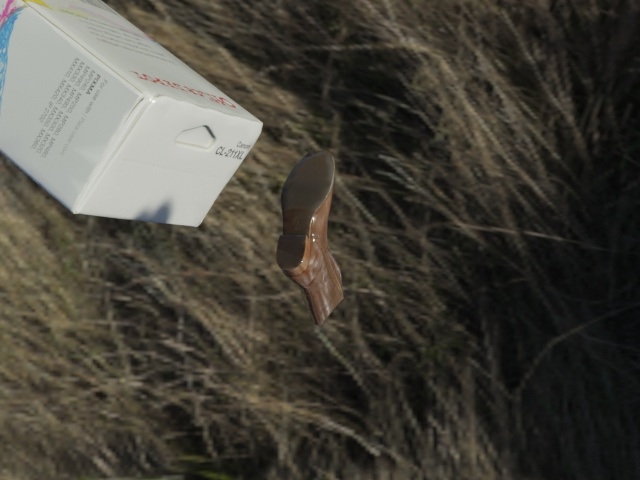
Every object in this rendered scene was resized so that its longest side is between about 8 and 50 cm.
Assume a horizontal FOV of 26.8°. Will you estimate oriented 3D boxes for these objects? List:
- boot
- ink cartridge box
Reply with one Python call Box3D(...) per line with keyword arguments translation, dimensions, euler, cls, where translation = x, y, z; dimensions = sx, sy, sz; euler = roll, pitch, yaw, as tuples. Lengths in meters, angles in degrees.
Box3D(translation=(0.000, 0.000, 1.037), dimensions=(0.037, 0.114, 0.106), euler=(10, 69, 22), cls="boot")
Box3D(translation=(-0.136, -0.086, 0.707), dimensions=(0.175, 0.127, 0.072), euler=(38, 102, 21), cls="ink cartridge box")
